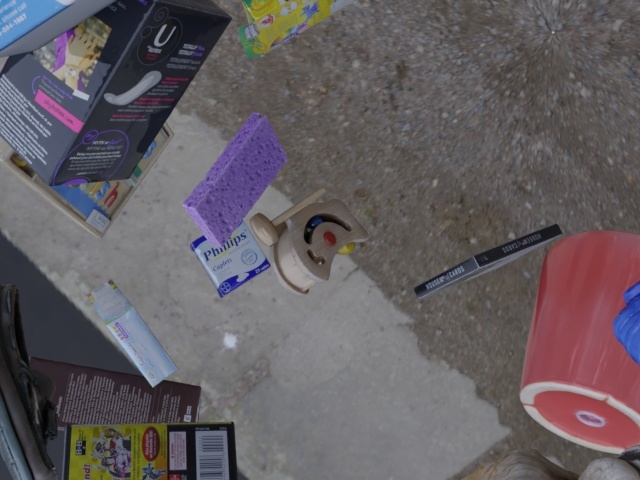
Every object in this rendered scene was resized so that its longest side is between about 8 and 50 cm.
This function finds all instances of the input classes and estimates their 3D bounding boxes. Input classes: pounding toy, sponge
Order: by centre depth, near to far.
[{"bbox_3d":[-0.140,-0.102,1.308,0.031,0.117,0.210,20,66,32],"label":"sponge"},{"bbox_3d":[0.000,0.000,1.432,0.155,0.269,0.154,-35,76,40],"label":"pounding toy"}]

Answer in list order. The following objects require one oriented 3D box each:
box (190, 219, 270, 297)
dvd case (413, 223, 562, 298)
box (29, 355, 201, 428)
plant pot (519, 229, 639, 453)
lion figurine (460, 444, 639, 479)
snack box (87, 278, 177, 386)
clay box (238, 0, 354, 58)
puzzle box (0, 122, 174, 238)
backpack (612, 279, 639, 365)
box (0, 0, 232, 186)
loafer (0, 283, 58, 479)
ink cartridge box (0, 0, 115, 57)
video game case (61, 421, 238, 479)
[{"bbox_3d":[-0.198,0.035,1.687,0.126,0.072,0.137,-32,88,-12],"label":"box"},{"bbox_3d":[0.312,0.039,1.438,0.179,0.239,0.029,-37,75,53],"label":"dvd case"},{"bbox_3d":[-0.473,0.352,1.667,0.191,0.381,0.143,-18,61,55],"label":"box"},{"bbox_3d":[0.427,0.162,1.141,0.275,0.243,0.275,22,152,13],"label":"plant pot"},{"bbox_3d":[0.074,0.230,0.202,0.240,0.392,0.142,26,131,-31],"label":"lion figurine"},{"bbox_3d":[-0.397,0.190,1.616,0.070,0.207,0.174,-37,116,-16],"label":"snack box"},{"bbox_3d":[-0.047,-0.407,1.333,0.222,0.127,0.053,-30,78,-3],"label":"clay box"},{"bbox_3d":[-0.410,-0.182,1.391,0.052,0.409,0.272,29,79,14],"label":"puzzle box"},{"bbox_3d":[0.374,0.083,0.819,0.098,0.101,0.120,34,103,-27],"label":"backpack"},{"bbox_3d":[-0.265,-0.216,0.954,0.143,0.165,0.270,44,112,12],"label":"box"},{"bbox_3d":[-0.329,0.146,0.837,0.267,0.084,0.096,52,145,29],"label":"loafer"},{"bbox_3d":[-0.304,-0.363,0.735,0.223,0.129,0.307,-25,104,17],"label":"ink cartridge box"},{"bbox_3d":[-0.238,0.392,1.087,0.248,0.274,0.035,3,146,-17],"label":"video game case"}]
